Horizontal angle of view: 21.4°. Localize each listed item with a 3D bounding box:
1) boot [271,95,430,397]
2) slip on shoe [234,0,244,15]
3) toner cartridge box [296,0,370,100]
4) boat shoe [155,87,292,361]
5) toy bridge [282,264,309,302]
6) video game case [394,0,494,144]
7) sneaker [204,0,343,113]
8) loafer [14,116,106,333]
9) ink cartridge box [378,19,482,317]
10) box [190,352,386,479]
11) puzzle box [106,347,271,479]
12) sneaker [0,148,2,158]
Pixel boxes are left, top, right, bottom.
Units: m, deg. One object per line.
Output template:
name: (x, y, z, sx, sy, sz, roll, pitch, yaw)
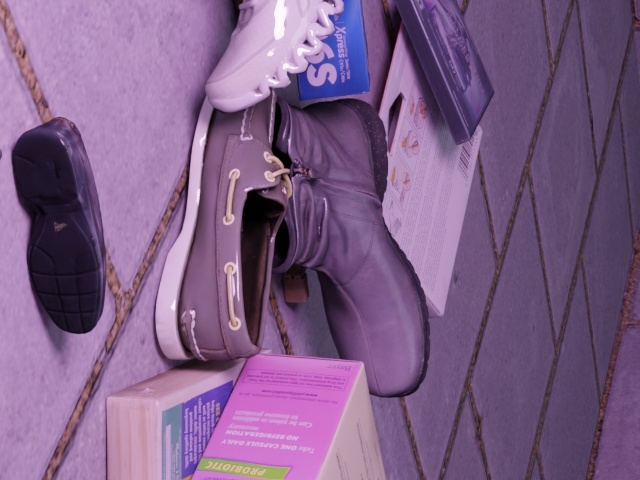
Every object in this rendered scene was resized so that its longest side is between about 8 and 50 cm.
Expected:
boot: (-0.001, 0.016, 1.748, 0.223, 0.118, 0.338, -14, 89, -62)
slip on shoe: (-0.060, -0.225, 1.654, 0.135, 0.051, 0.041, 72, 21, -63)
toner cartridge box: (-0.005, -0.329, 1.675, 0.165, 0.075, 0.347, -92, 175, -66)
boat shoe: (-0.074, -0.031, 1.579, 0.109, 0.091, 0.305, 55, 42, -61)
toy bridge: (0.000, 0.000, 1.898, 0.188, 0.026, 0.063, -52, 140, -57)
video game case: (0.163, -0.246, 2.179, 0.196, 0.026, 0.274, 66, 19, -11)
sneaker: (-0.025, -0.246, 1.543, 0.118, 0.110, 0.292, 39, 81, -23)
loafer: (-0.189, -0.012, 1.302, 0.061, 0.062, 0.170, -56, 146, -64)
ink cartridge box: (0.105, -0.092, 2.126, 0.261, 0.066, 0.296, 51, 44, -45)
box: (-0.030, 0.264, 1.558, 0.243, 0.117, 0.213, -67, 153, -47)
puzzle box: (-0.117, 0.316, 1.574, 0.272, 0.052, 0.408, -16, 108, -70)
sneaker: (-0.298, -0.031, 0.953, 0.319, 0.112, 0.131, 8, 102, -68)
